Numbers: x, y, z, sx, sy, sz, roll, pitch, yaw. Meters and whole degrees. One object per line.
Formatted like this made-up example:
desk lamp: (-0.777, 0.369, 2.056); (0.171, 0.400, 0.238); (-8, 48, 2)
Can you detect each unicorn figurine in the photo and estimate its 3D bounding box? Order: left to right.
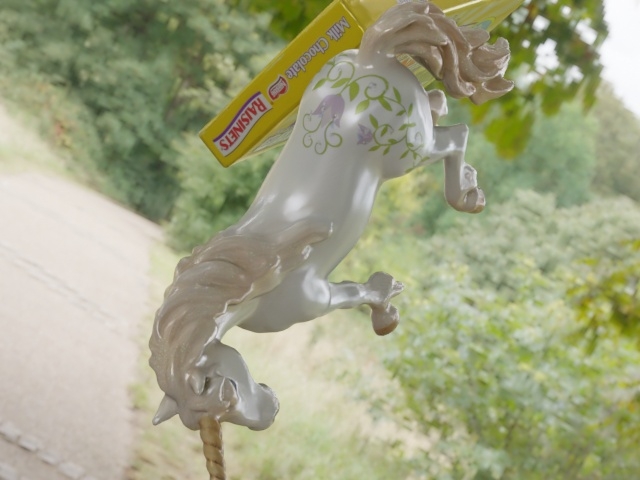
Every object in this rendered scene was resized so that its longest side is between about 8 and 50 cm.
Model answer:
unicorn figurine: (0.000, 0.000, 0.373); (0.060, 0.162, 0.111); (16, -3, 29)

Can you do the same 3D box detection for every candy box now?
candy box: (0.034, -0.096, 0.627); (0.027, 0.105, 0.206); (53, 36, 6)
